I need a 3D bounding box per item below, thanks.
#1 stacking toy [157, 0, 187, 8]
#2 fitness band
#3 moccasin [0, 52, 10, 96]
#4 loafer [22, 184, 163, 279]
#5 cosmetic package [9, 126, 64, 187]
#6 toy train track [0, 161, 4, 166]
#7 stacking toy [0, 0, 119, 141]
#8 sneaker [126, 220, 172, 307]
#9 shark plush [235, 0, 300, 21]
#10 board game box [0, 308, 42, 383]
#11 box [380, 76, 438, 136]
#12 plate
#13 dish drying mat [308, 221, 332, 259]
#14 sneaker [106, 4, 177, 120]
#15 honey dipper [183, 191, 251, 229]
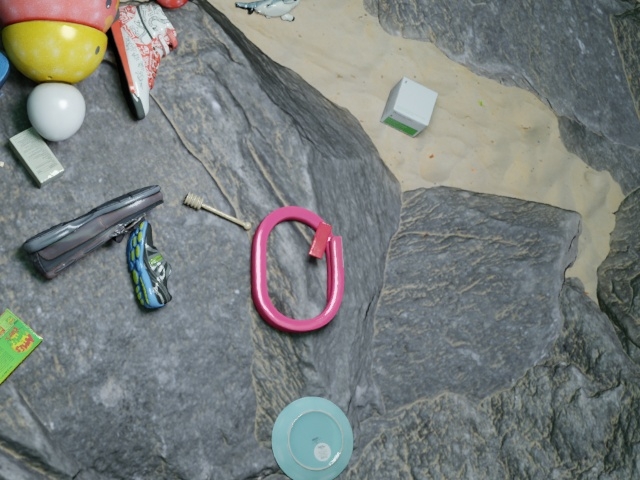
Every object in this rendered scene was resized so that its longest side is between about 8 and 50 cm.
[{"bbox_3d":[-0.264,-0.664,2.017,0.141,0.141,0.330,42,70,-5],"label":"stacking toy"},{"bbox_3d":[-0.053,0.064,1.928,0.209,0.054,0.291,3,73,-17],"label":"fitness band"},{"bbox_3d":[-0.769,-0.256,1.720,0.138,0.117,0.342,43,70,7],"label":"moccasin"},{"bbox_3d":[-0.459,-0.020,1.783,0.302,0.109,0.095,-27,105,-19],"label":"loafer"},{"bbox_3d":[-0.595,-0.174,1.797,0.060,0.041,0.115,-34,89,-25],"label":"cosmetic package"},{"bbox_3d":[-0.685,-0.149,1.772,0.048,0.014,0.083,15,71,-16],"label":"toy train track"},{"bbox_3d":[-0.551,-0.446,1.788,0.350,0.350,0.480,-1,92,-21],"label":"stacking toy"},{"bbox_3d":[-0.359,0.052,1.816,0.078,0.067,0.188,-3,73,-43],"label":"sneaker"},{"bbox_3d":[-0.125,-0.574,2.096,0.161,0.073,0.067,-14,59,-3],"label":"shark plush"},{"bbox_3d":[-0.639,0.232,1.664,0.092,0.043,0.181,42,66,-5],"label":"board game box"},{"bbox_3d":[0.219,-0.329,2.116,0.101,0.087,0.102,24,68,-12],"label":"box"},{"bbox_3d":[-0.013,0.431,1.850,0.188,0.024,0.188,6,72,-19],"label":"plate"},{"bbox_3d":[0.000,0.000,1.929,0.032,0.008,0.083,23,70,-9],"label":"dish drying mat"},{"bbox_3d":[-0.382,-0.406,1.915,0.145,0.090,0.270,-14,78,-21],"label":"sneaker"},{"bbox_3d":[-0.226,-0.063,1.909,0.160,0.030,0.030,24,68,-14],"label":"honey dipper"}]
